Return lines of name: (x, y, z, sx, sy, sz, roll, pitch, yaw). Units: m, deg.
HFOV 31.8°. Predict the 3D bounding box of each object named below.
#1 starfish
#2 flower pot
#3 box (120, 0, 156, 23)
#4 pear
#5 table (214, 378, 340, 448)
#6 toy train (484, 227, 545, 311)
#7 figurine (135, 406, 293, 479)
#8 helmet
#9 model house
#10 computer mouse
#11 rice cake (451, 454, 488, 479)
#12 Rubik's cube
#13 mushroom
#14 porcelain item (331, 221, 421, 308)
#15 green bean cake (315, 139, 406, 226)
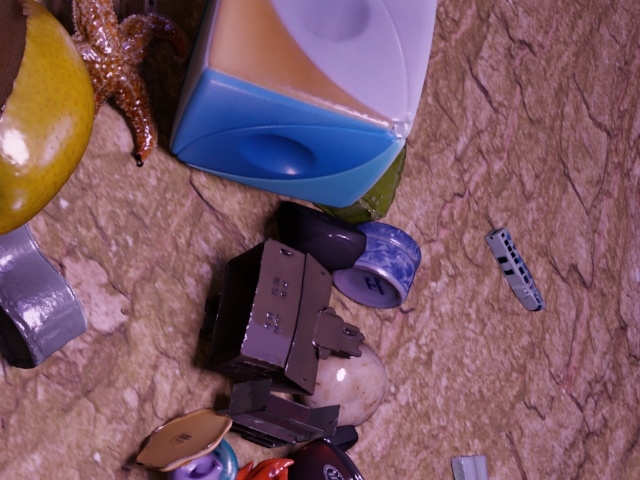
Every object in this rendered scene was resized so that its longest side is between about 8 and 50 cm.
starfish: (-0.350, -0.264, 1.747, 0.312, 0.113, 0.303, 26, 90, -34)
flower pot: (-0.440, 0.066, 1.615, 0.108, 0.103, 0.229, -42, 109, -37)
box: (-0.299, -0.376, 1.843, 0.024, 0.083, 0.053, 9, 76, -37)
pear: (-0.435, -0.155, 1.526, 0.191, 0.340, 0.387, 31, 29, -41)
table: (-0.081, 0.283, 1.833, 0.146, 0.175, 0.063, 27, 62, -33)
toy train: (0.418, 0.069, 2.395, 0.047, 0.043, 0.208, -42, 108, -36)
figurine: (-0.147, 0.401, 1.757, 0.257, 0.180, 0.208, 65, 20, -19)
helmet: (0.026, 0.421, 1.878, 0.193, 0.216, 0.189, -30, 71, -14)
model house: (-0.052, 0.147, 1.859, 0.243, 0.204, 0.211, 21, 67, -26)
computer mouse: (0.000, 0.000, 1.932, 0.137, 0.270, 0.086, 20, 96, -12)
rice cake: (0.307, 0.529, 2.205, 0.080, 0.042, 0.222, -2, 81, -40)
Rubik's cube: (-0.031, -0.289, 1.821, 0.352, 0.351, 0.347, 16, 66, -8)
mushroom: (0.036, 0.253, 1.976, 0.166, 0.127, 0.166, -5, 100, -32)
porcelain item: (0.104, 0.043, 2.060, 0.147, 0.147, 0.114, 41, 57, -27)
green bean cake: (0.053, -0.152, 2.080, 0.214, 0.113, 0.200, 36, 60, -29)
